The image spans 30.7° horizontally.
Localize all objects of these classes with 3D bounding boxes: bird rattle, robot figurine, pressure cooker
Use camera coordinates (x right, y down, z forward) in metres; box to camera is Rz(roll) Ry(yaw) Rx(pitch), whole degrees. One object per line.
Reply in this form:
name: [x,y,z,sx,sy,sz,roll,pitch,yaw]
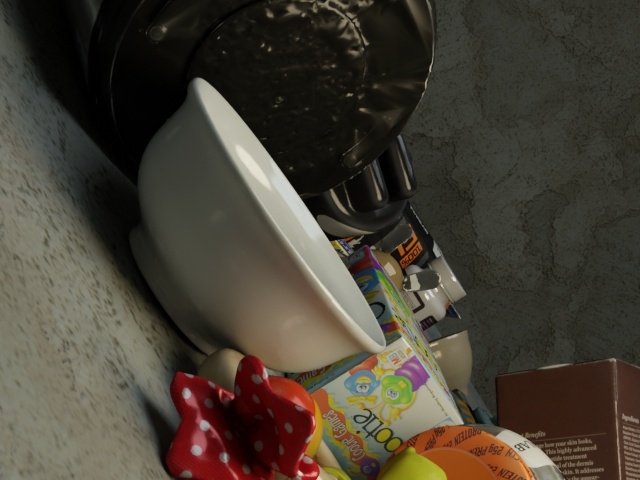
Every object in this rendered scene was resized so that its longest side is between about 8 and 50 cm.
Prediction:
bird rattle: [-0.038,0.165,0.909,0.253,0.143,0.207,38,5,-33]
robot figurine: [0.019,-0.089,1.719,0.209,0.173,0.278,26,-20,-29]
pressure cooker: [-0.104,-0.289,1.268,0.375,0.370,0.420,18,30,-34]

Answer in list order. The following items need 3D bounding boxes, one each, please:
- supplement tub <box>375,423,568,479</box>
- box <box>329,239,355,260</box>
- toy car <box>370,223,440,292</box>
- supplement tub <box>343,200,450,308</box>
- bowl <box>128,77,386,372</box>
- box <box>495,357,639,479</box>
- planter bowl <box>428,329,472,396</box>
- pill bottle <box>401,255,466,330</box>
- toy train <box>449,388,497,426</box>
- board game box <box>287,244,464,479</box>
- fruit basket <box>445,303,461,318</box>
supplement tub: [0.181,0.317,1.230,0.207,0.207,0.338,62,7,32]
box: [0.000,0.000,1.936,0.169,0.054,0.059,48,13,-15]
toy car: [0.068,0.062,1.650,0.155,0.188,0.149,59,7,9]
supplement tub: [0.095,0.009,2.077,0.316,0.193,0.193,54,7,-20]
bowl: [-0.076,0.012,1.044,0.298,0.134,0.298,54,5,-7]
box: [0.352,0.364,1.572,0.143,0.191,0.381,19,65,-46]
planter bowl: [0.189,0.227,1.971,0.162,0.162,0.109,14,56,-81]
pill bottle: [0.142,0.108,1.956,0.108,0.193,0.108,57,7,-10]
toy train: [0.215,0.331,1.763,0.190,0.142,0.334,44,12,-25]
board game box: [0.051,0.141,1.361,0.144,0.142,0.275,55,7,-20]
fruit basket: [0.148,0.025,2.348,0.327,0.165,0.353,58,-1,-3]
